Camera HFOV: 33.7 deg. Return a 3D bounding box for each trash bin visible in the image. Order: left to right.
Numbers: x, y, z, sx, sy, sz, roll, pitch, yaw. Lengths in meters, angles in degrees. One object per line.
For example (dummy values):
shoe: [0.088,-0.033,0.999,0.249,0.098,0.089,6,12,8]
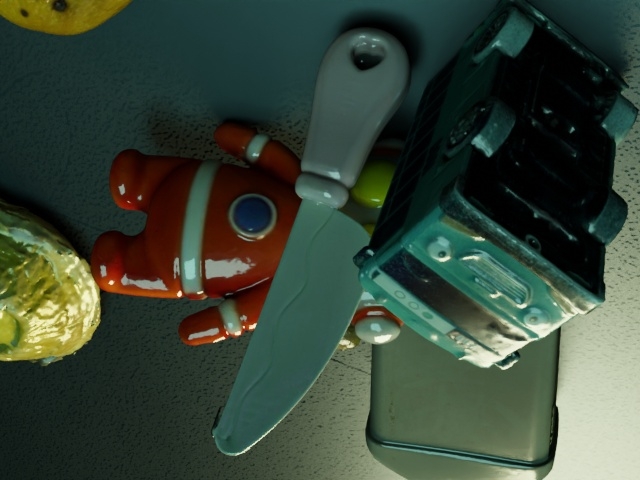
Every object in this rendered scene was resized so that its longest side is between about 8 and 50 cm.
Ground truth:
trash bin: [0.132,0.122,0.959,0.176,0.101,0.236,8,126,14]

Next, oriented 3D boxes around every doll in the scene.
doll: [-0.013,-0.005,0.849,0.336,0.200,0.105,5,157,9]

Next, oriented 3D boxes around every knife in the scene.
knife: [0.003,0.000,0.782,0.081,0.336,0.043,14,169,12]

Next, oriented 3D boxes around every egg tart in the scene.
egg tart: [-0.340,0.051,1.054,0.231,0.098,0.252,-24,121,35]

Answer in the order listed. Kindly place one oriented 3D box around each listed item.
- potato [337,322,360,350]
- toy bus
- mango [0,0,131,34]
potato: [0.003,0.069,0.989,0.046,0.045,0.092,-37,118,-3]
toy bus: [0.123,-0.041,0.728,0.128,0.256,0.147,35,132,-11]
mango: [-0.169,-0.256,0.744,0.157,0.109,0.262,31,128,-3]
